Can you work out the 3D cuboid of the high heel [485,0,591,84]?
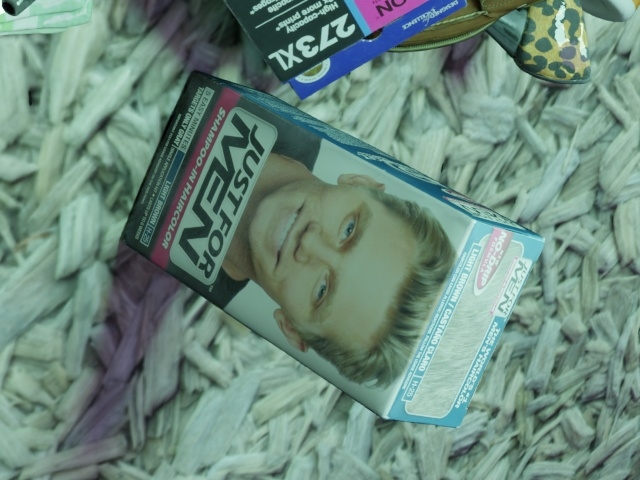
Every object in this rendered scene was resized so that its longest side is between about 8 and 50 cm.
[{"bbox_3d":[0.252,-0.283,1.619,0.261,0.186,0.093,-47,175,-3],"label":"high heel"}]

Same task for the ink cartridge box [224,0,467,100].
[{"bbox_3d":[-0.005,-0.242,1.344,0.176,0.069,0.371,-29,144,6],"label":"ink cartridge box"}]

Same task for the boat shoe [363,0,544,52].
[{"bbox_3d":[0.169,-0.260,1.523,0.307,0.110,0.104,-22,177,1],"label":"boat shoe"}]

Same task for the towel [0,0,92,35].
[{"bbox_3d":[-0.297,-0.243,1.191,0.325,0.038,0.247,-18,124,-39],"label":"towel"}]

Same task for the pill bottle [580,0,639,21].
[{"bbox_3d":[0.316,-0.340,1.706,0.216,0.121,0.121,-58,141,-3],"label":"pill bottle"}]

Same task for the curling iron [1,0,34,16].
[{"bbox_3d":[-0.162,-0.266,1.272,0.274,0.035,0.068,-56,143,-27],"label":"curling iron"}]

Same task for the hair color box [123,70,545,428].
[{"bbox_3d":[0.000,0.000,1.408,0.105,0.347,0.173,14,103,-49],"label":"hair color box"}]
